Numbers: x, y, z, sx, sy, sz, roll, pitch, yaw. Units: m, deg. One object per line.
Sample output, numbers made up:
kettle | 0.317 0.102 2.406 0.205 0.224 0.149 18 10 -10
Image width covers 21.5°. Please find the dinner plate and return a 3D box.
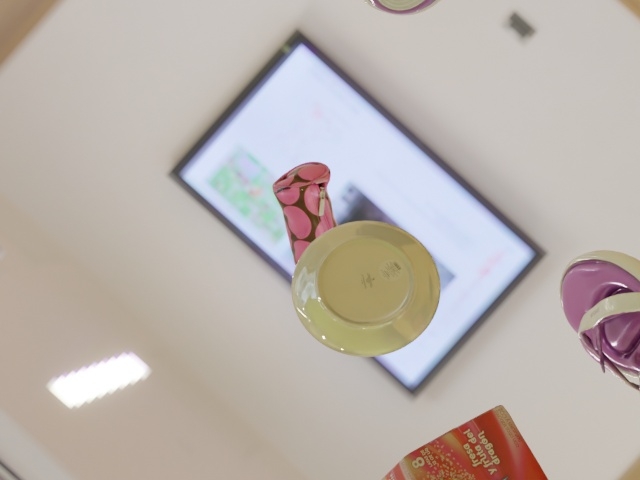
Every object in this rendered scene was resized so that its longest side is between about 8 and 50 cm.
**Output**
dinner plate | 0.043 0.042 1.589 0.141 0.141 0.017 43 162 18

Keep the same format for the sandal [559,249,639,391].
sandal | 0.390 0.124 2.069 0.416 0.102 0.169 34 136 60

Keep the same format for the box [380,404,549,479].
box | 0.172 0.305 1.600 0.257 0.122 0.128 59 157 13

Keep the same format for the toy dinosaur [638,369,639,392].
toy dinosaur | 0.355 0.124 1.562 0.160 0.313 0.121 62 158 -13

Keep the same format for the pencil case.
pencil case | 0.000 0.000 2.348 0.098 0.095 0.209 7 122 48

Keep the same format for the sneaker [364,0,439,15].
sneaker | 0.120 -0.347 1.511 0.114 0.305 0.152 23 -137 -21
